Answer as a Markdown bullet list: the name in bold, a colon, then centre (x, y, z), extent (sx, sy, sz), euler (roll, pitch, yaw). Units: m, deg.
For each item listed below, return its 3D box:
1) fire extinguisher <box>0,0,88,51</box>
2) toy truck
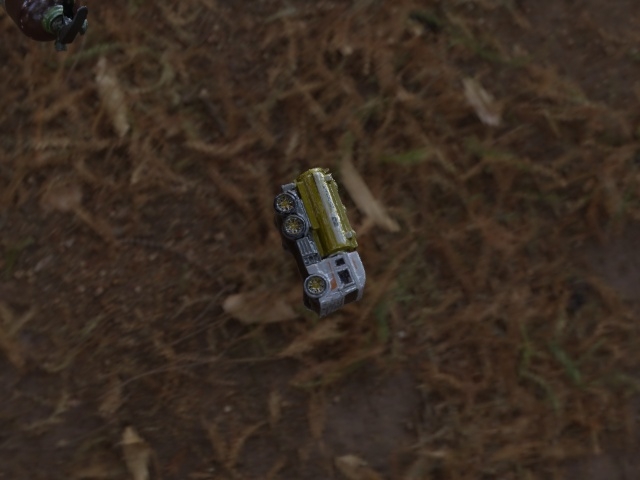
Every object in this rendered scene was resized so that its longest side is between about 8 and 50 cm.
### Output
- **fire extinguisher**: centre (-0.300, -0.273, 1.440), extent (0.071, 0.099, 0.231), euler (-13, 44, -33)
- **toy truck**: centre (0.000, 0.000, 1.201), extent (0.062, 0.052, 0.123), euler (-19, 73, -8)
